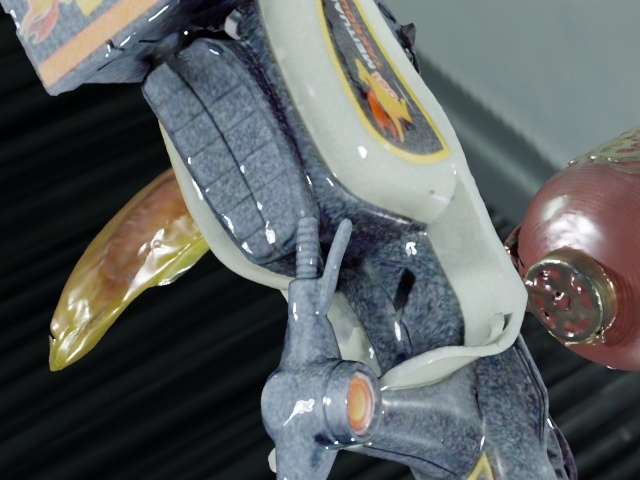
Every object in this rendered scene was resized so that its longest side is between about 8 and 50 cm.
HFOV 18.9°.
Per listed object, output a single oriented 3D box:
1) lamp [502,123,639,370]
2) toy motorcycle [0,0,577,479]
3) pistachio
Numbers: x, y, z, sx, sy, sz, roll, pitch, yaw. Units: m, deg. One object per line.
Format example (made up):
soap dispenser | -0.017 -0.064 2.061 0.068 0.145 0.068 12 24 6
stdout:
lamp | 0.254 -0.002 1.481 0.180 0.258 0.180 22 125 35
toy motorcycle | 0.000 0.000 0.650 0.091 0.157 0.263 -35 75 28
pistachio | -0.089 -0.001 1.022 0.049 0.173 0.089 49 164 3
